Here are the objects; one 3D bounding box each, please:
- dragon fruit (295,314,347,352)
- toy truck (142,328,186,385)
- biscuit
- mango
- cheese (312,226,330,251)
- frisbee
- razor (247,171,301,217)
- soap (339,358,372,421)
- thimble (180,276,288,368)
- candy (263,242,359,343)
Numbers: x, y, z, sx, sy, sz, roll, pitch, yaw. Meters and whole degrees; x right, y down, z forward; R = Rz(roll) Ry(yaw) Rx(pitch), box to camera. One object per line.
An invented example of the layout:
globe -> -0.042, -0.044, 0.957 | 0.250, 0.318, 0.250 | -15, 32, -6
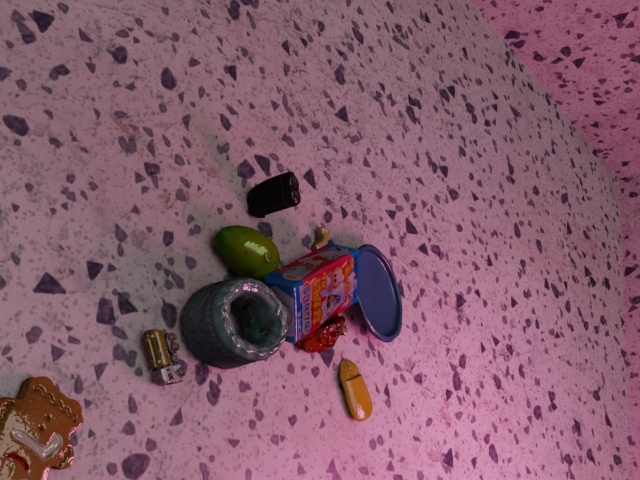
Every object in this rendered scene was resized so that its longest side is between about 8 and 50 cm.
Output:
dragon fruit -> 0.015, 0.245, 1.970 | 0.162, 0.106, 0.083 | -21, 93, -51
toy truck -> -0.333, 0.246, 1.618 | 0.063, 0.052, 0.123 | -9, 80, -45
biscuit -> -0.526, 0.365, 1.363 | 0.184, 0.035, 0.249 | 50, 44, -21
mango -> -0.175, 0.028, 1.856 | 0.178, 0.100, 0.119 | 34, 53, -25
cheese -> 0.000, 0.000, 2.116 | 0.044, 0.030, 0.083 | 39, 54, -40
frisbee -> 0.151, 0.152, 2.196 | 0.289, 0.049, 0.289 | 37, 44, -47
razor -> -0.120, -0.114, 1.941 | 0.054, 0.148, 0.090 | 15, 62, -52
soap -> 0.091, 0.398, 2.044 | 0.089, 0.033, 0.168 | -21, 89, -53
thimble -> -0.186, 0.185, 1.741 | 0.235, 0.143, 0.198 | 6, 70, -49
candy -> -0.018, 0.126, 1.938 | 0.306, 0.100, 0.157 | -25, 122, -52
